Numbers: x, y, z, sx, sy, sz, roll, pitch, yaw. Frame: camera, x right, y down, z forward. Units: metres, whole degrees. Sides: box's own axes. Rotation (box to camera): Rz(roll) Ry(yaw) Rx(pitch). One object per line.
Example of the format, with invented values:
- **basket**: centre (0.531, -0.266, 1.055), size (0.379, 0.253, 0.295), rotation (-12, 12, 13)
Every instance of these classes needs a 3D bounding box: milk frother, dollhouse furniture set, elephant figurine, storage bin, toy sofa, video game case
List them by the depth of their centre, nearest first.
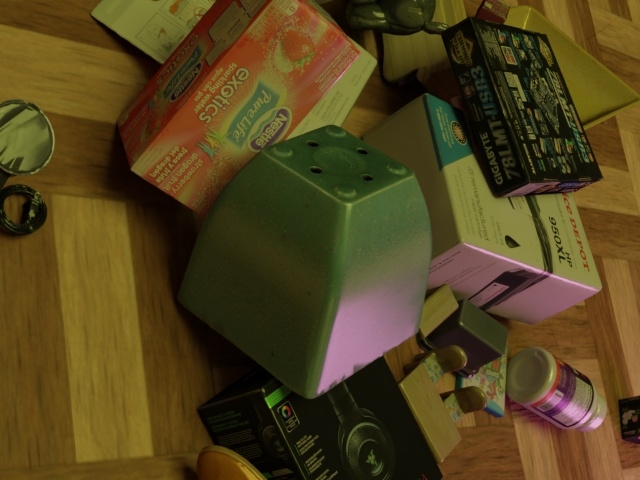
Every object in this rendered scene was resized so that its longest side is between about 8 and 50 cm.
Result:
- **milk frother**: centre (-0.349, -0.079, 1.185), size (0.143, 0.135, 0.129), rotation (16, 76, -39)
- **dollhouse furniture set**: centre (0.159, 0.211, 1.571), size (0.212, 0.161, 0.242), rotation (-34, 99, -48)
- **storage bin**: centre (0.240, 0.161, 1.718), size (0.135, 0.091, 0.098), rotation (35, 51, -20)
- **elephant figurine**: centre (0.113, -0.455, 1.797), size (0.239, 0.169, 0.186), rotation (-96, 172, -62)
- **video game case**: centre (0.284, 0.211, 1.812), size (0.119, 0.015, 0.166), rotation (32, 53, -33)
- **toy sofa**: centre (0.196, -0.443, 1.925), size (0.150, 0.177, 0.362), rotation (27, 51, -67)

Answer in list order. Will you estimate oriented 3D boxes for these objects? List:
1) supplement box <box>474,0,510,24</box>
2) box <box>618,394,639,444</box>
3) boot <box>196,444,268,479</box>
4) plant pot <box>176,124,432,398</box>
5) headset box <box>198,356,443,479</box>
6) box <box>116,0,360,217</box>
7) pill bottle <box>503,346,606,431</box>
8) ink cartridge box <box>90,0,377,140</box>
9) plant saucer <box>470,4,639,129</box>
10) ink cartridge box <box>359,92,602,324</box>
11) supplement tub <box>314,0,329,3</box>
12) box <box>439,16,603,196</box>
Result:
- **supplement box**: centre (0.337, -0.445, 2.042), size (0.055, 0.043, 0.083), rotation (29, 36, -2)
- **box**: centre (0.644, 0.363, 2.093), size (0.062, 0.052, 0.083), rotation (22, 59, -37)
- **boot**: centre (-0.112, 0.419, 1.246), size (0.211, 0.104, 0.295), rotation (-42, 108, -47)
- **plant pot**: centre (0.000, 0.000, 1.340), size (0.248, 0.252, 0.247), rotation (34, 37, 27)
- **headset box**: centre (0.003, 0.266, 1.409), size (0.246, 0.131, 0.283), rotation (-29, 95, -49)
- **box**: centre (-0.111, -0.196, 1.343), size (0.142, 0.300, 0.154), rotation (34, 15, -32)
- **pill bottle**: centre (0.427, 0.275, 1.864), size (0.193, 0.108, 0.108), rotation (32, 53, -34)
- **ink cartridge box**: centre (-0.127, -0.281, 1.571), size (0.385, 0.091, 0.308), rotation (36, 49, -9)
- **plant saucer**: centre (0.444, -0.329, 2.087), size (0.333, 0.081, 0.333), rotation (45, 39, 18)
- **ink cartridge box**: centre (0.277, -0.043, 1.776), size (0.395, 0.166, 0.285), rotation (17, 52, -41)
- **supplement tub**: centre (-0.053, -0.524, 1.643), size (0.272, 0.191, 0.191), rotation (35, 51, -32)
- **box**: centre (0.348, -0.224, 1.770), size (0.293, 0.073, 0.295), rotation (-6, 75, -54)
